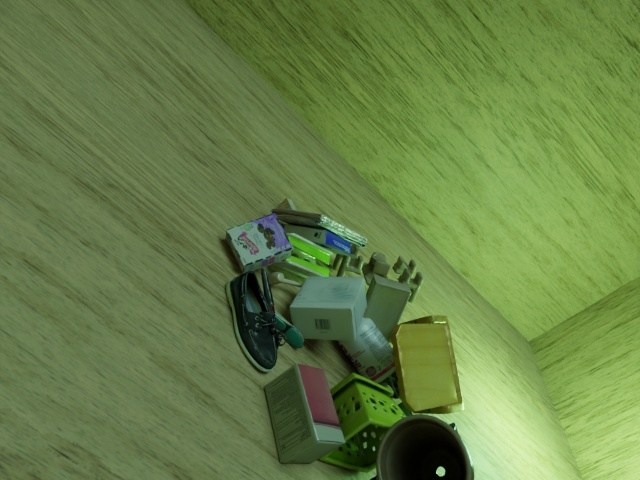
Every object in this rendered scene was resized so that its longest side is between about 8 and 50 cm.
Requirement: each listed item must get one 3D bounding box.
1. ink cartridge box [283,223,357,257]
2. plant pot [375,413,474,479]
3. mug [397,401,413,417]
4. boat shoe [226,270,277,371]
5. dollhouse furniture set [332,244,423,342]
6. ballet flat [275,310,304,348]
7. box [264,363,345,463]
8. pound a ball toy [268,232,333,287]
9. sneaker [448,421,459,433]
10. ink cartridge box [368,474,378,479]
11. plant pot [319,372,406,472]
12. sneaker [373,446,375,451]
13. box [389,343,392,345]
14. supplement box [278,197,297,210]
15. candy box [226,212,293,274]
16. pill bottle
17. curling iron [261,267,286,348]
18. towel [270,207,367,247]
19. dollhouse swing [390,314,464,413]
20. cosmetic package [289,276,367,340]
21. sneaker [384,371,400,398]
[{"bbox_3d":[0.000,0.000,2.095,0.332,0.065,0.165,12,-10,46],"label":"ink cartridge box"},{"bbox_3d":[0.313,0.645,1.414,0.229,0.263,0.263,46,17,-54],"label":"plant pot"},{"bbox_3d":[0.306,0.677,1.804,0.158,0.097,0.129,54,0,35],"label":"mug"},{"bbox_3d":[-0.198,0.244,1.590,0.127,0.113,0.340,23,36,-46],"label":"boat shoe"},{"bbox_3d":[0.242,0.224,2.204,0.362,0.257,0.394,16,20,-10],"label":"dollhouse furniture set"},{"bbox_3d":[-0.115,0.300,1.724,0.168,0.057,0.052,47,15,-6],"label":"ballet flat"},{"bbox_3d":[-0.049,0.497,1.434,0.126,0.148,0.232,26,34,-43],"label":"box"},{"bbox_3d":[-0.099,0.106,1.980,0.319,0.135,0.208,26,63,-47],"label":"pound a ball toy"},{"bbox_3d":[0.426,0.716,1.907,0.226,0.163,0.086,48,26,2],"label":"sneaker"},{"bbox_3d":[0.243,0.845,1.417,0.270,0.151,0.395,46,25,-5],"label":"ink cartridge box"},{"bbox_3d":[0.123,0.558,1.559,0.228,0.227,0.207,32,23,-32],"label":"plant pot"},{"bbox_3d":[0.179,0.712,1.660,0.037,0.032,0.083,18,31,-27],"label":"sneaker"},{"bbox_3d":[0.245,0.368,2.229,0.087,0.058,0.232,29,32,-40],"label":"box"},{"bbox_3d":[-0.147,-0.139,2.295,0.036,0.062,0.098,14,41,-53],"label":"supplement box"},{"bbox_3d":[-0.223,0.011,1.813,0.196,0.070,0.165,-21,66,-22],"label":"candy box"},{"bbox_3d":[0.169,0.402,1.926,0.283,0.160,0.160,54,25,11],"label":"pill bottle"},{"bbox_3d":[-0.160,0.225,1.668,0.035,0.068,0.274,-3,72,-32],"label":"curling iron"},{"bbox_3d":[-0.005,-0.054,2.156,0.317,0.053,0.331,12,-10,45],"label":"towel"},{"bbox_3d":[0.337,0.474,1.869,0.304,0.315,0.347,0,73,-25],"label":"dollhouse swing"},{"bbox_3d":[0.034,0.238,1.803,0.225,0.224,0.138,-57,143,-62],"label":"cosmetic package"},{"bbox_3d":[0.288,0.540,2.024,0.084,0.083,0.215,28,29,-53],"label":"sneaker"}]
